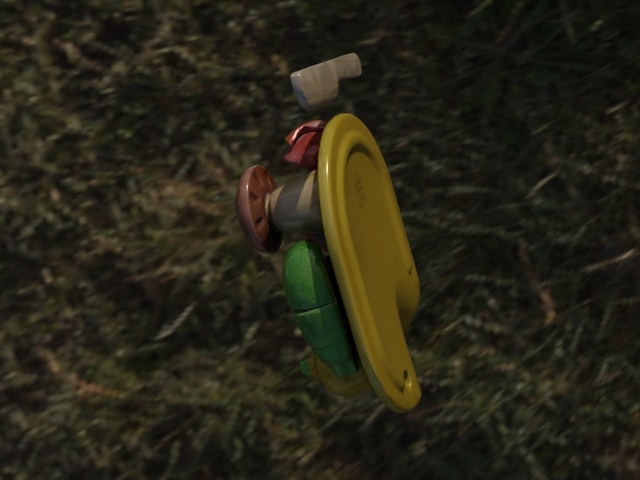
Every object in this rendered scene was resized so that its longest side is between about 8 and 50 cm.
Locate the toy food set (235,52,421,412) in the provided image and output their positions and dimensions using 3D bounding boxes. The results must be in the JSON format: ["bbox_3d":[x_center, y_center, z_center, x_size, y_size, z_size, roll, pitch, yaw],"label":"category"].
[{"bbox_3d":[0.000,0.000,1.093,0.071,0.128,0.218,-11,105,19],"label":"toy food set"}]
